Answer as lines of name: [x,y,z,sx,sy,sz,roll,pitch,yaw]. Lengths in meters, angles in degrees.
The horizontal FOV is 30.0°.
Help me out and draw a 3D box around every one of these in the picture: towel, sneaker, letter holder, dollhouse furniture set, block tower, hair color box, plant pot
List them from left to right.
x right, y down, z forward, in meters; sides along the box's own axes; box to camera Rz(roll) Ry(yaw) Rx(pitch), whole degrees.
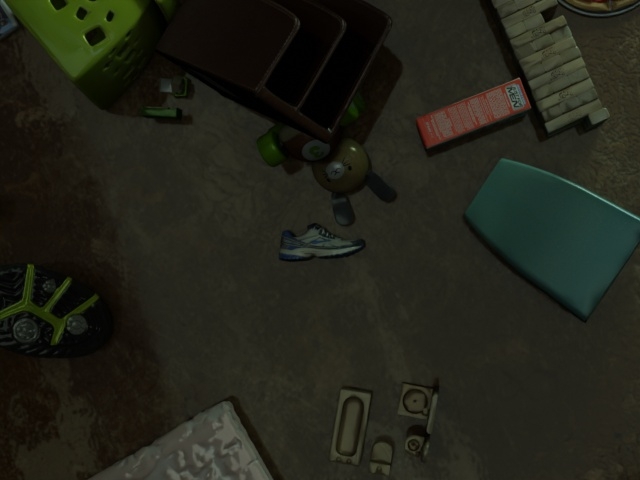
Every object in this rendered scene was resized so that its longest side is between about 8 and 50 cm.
sneaker: [-0.518,0.096,1.875,0.384,0.147,0.145,12,88,-12]
plant pot: [-0.342,-0.362,1.814,0.207,0.228,0.227,-40,86,-3]
dollhouse furniture set: [-0.242,-0.266,1.872,0.058,0.076,0.152,5,91,8]
towel: [-0.207,0.464,1.877,0.332,0.053,0.317,-31,88,5]
letter holder: [-0.067,-0.301,1.732,0.302,0.152,0.214,30,90,50]
sneaker: [0.000,0.000,1.859,0.135,0.052,0.058,-4,85,5]
dollhouse furniture set: [0.093,0.285,1.810,0.151,0.123,0.144,10,91,6]
hair color box: [0.230,-0.189,1.814,0.167,0.093,0.053,-20,88,5]
block tower: [0.323,-0.314,1.807,0.097,0.091,0.335,-25,87,6]
plant pot: [0.341,-0.013,1.772,0.234,0.165,0.166,35,93,13]

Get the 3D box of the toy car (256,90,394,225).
toy car: [0.023,-0.119,1.820,0.155,0.149,0.188,-29,99,17]

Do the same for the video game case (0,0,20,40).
video game case: [-0.613,-0.381,1.937,0.183,0.023,0.201,-33,86,5]

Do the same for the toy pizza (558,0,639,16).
toy pizza: [0.432,-0.444,1.825,0.201,0.032,0.201,0,90,6]
